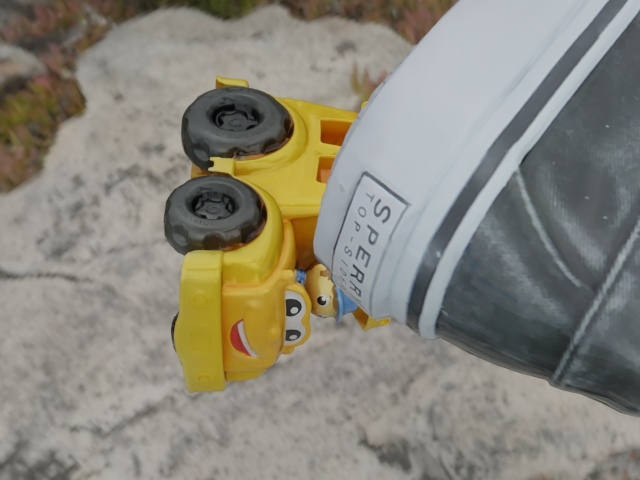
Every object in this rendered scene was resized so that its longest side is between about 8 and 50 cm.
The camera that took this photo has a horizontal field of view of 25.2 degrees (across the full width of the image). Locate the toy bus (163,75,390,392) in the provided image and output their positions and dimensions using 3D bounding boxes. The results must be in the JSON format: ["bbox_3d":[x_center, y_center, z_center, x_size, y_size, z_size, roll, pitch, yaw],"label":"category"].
[{"bbox_3d":[0.000,0.000,1.021,0.211,0.149,0.220,5,42,1],"label":"toy bus"}]

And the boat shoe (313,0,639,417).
[{"bbox_3d":[0.133,-0.068,0.447,0.119,0.121,0.335,34,58,13],"label":"boat shoe"}]
